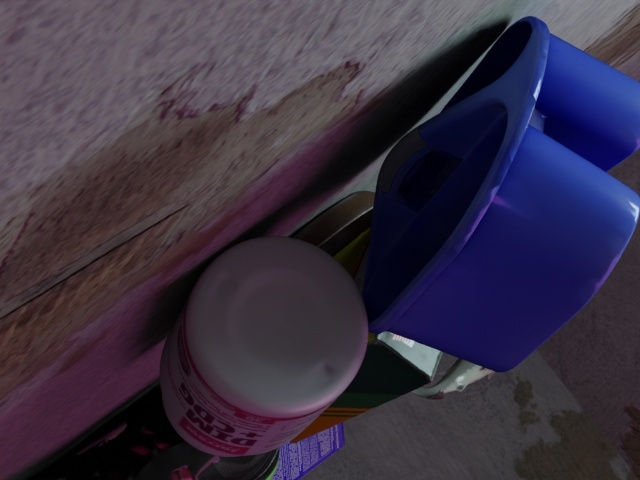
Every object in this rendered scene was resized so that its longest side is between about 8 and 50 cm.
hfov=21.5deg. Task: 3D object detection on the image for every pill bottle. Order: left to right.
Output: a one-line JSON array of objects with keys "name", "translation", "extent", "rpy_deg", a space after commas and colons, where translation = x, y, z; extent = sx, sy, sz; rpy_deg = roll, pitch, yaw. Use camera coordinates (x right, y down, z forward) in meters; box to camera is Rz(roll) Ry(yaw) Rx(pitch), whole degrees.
[{"name": "pill bottle", "translation": [-0.063, 0.111, 1.562], "extent": [0.160, 0.160, 0.283], "rpy_deg": [-35, 173, -20]}]

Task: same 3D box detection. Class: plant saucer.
[{"name": "plant saucer", "translation": [0.000, 0.000, 1.720], "extent": [0.168, 0.029, 0.168], "rpy_deg": [-37, 175, -4]}]

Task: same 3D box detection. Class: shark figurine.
[{"name": "shark figurine", "translation": [0.218, 0.142, 2.432], "extent": [0.278, 0.116, 0.166], "rpy_deg": [-39, 156, -10]}]

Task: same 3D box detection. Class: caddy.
[{"name": "caddy", "translation": [0.140, -0.039, 1.452], "extent": [0.341, 0.179, 0.241], "rpy_deg": [-53, -165, 54]}]

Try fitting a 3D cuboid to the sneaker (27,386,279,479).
[{"name": "sneaker", "translation": [-0.204, 0.258, 1.975], "extent": [0.483, 0.185, 0.202], "rpy_deg": [-30, 148, -54]}]

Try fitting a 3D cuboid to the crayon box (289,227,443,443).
[{"name": "crayon box", "translation": [0.032, 0.090, 1.778], "extent": [0.318, 0.081, 0.202], "rpy_deg": [-31, -151, 52]}]

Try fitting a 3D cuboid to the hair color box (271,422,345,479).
[{"name": "hair color box", "translation": [-0.115, 0.307, 2.529], "extent": [0.185, 0.110, 0.339], "rpy_deg": [0, -170, 25]}]

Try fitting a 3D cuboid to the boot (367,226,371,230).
[{"name": "boot", "translation": [0.054, 0.030, 2.065], "extent": [0.305, 0.112, 0.115], "rpy_deg": [-39, -155, -27]}]
